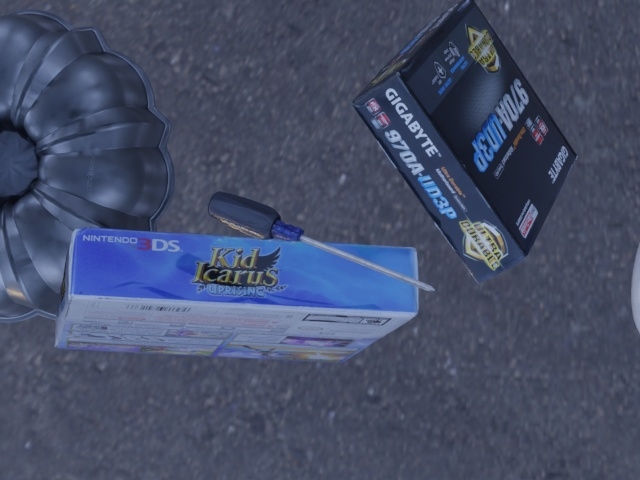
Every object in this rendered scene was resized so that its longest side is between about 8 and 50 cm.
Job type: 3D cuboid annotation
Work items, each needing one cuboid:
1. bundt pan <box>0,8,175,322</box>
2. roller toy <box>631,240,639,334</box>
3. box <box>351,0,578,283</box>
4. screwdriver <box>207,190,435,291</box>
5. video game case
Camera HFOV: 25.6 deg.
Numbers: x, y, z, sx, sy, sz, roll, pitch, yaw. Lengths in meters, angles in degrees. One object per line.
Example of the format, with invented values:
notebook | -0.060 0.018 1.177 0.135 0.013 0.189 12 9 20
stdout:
bundt pan | -0.316 -0.076 1.411 0.330 0.124 0.331 0 91 3
roller toy | 0.372 0.026 1.218 0.146 0.209 0.191 20 126 38
box | 0.124 -0.089 1.152 0.051 0.220 0.175 -30 100 31
screwdriver | 0.000 0.000 0.955 0.170 0.024 0.025 17 119 18
video game case | -0.080 0.050 1.179 0.269 0.244 0.061 4 75 -12
